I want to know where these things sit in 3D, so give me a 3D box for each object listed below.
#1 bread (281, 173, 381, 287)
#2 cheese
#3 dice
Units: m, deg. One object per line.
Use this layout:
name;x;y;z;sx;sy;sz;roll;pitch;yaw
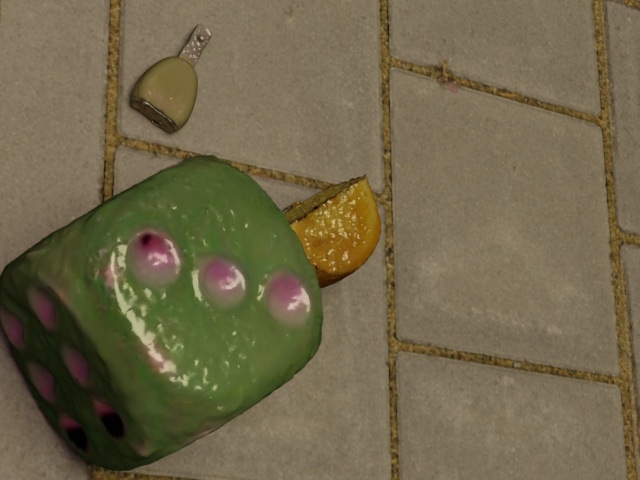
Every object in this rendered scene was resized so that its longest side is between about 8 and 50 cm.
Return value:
bread;0.000;0.000;2.253;0.229;0.143;0.139;-32;93;-35
cheese;-0.214;-0.256;2.262;0.097;0.037;0.192;38;58;-19
dice;-0.215;0.097;1.965;0.330;0.318;0.322;-30;92;-37
